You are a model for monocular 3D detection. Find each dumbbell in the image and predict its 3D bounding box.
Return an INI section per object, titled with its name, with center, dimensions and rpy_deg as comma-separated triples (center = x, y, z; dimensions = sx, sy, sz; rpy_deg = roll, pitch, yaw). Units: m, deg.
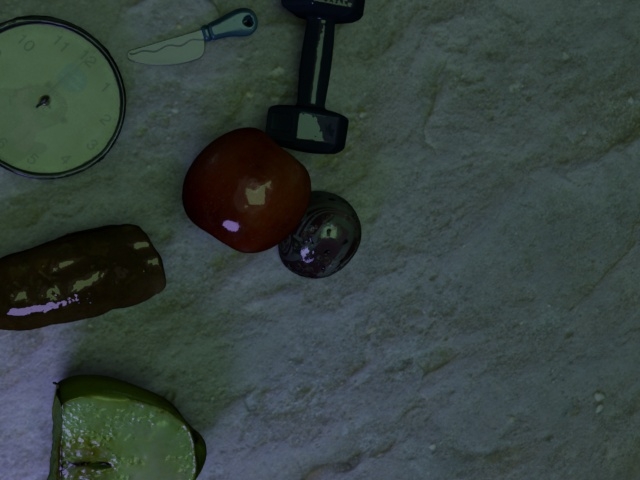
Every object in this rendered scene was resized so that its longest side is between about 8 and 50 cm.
[dumbbell]
center = -0.009, -0.323, 1.383
dimensions = 0.144, 0.160, 0.325
rpy_deg = 8, 96, 11

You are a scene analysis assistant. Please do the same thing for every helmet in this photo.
[helmet]
center = 0.009, -0.003, 1.465
dimensions = 0.153, 0.107, 0.177
rpy_deg = 31, 88, -24

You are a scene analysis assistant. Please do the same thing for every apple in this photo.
[apple]
center = -0.132, -0.087, 1.340
dimensions = 0.218, 0.218, 0.201
rpy_deg = 39, 88, -21

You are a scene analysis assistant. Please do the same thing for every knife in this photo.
[knife]
center = -0.227, -0.358, 1.366
dimensions = 0.244, 0.032, 0.058
rpy_deg = -25, 115, -9

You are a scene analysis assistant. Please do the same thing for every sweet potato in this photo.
[sweet potato]
center = -0.459, 0.074, 1.293
dimensions = 0.369, 0.158, 0.158
rpy_deg = -17, 104, -17

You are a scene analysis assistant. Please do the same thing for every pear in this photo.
[pear]
center = -0.348, 0.369, 1.373
dimensions = 0.281, 0.176, 0.287
rpy_deg = 1, 103, -21

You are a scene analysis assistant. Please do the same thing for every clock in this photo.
[clock]
center = -0.469, -0.241, 1.285
dimensions = 0.280, 0.055, 0.281
rpy_deg = -3, 101, -18
